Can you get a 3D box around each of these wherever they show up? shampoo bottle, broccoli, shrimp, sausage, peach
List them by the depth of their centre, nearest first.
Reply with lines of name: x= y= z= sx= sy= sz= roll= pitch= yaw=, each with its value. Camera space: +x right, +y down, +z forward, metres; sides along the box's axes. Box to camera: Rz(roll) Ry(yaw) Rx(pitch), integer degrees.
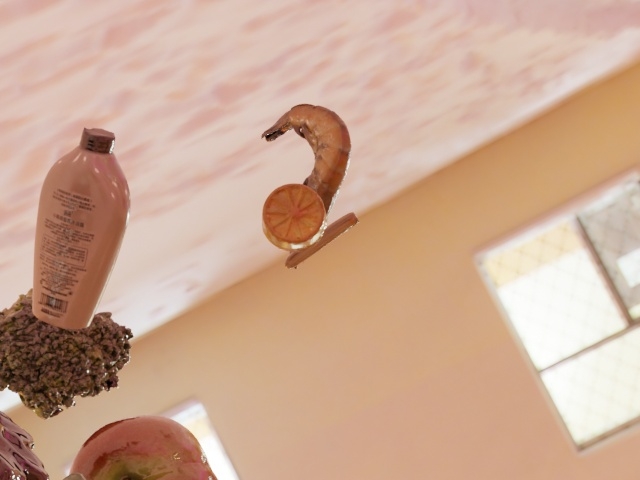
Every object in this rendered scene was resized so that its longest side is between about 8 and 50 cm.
shampoo bottle: x=-0.308 y=-0.019 z=1.676 sx=0.078 sy=0.127 sz=0.257 roll=-19 pitch=127 yaw=-63
sausage: x=0.000 y=0.000 z=1.977 sx=0.132 sy=0.024 sz=0.024 roll=-34 pitch=173 yaw=6
peach: x=-0.274 y=0.402 z=2.067 sx=0.252 sy=0.252 sz=0.252 roll=-27 pitch=174 yaw=-3
shrimp: x=-0.041 y=-0.098 z=2.143 sx=0.051 sy=0.198 sz=0.262 roll=4 pitch=109 yaw=-43
broccoli: x=-0.504 y=0.185 z=2.378 sx=0.245 sy=0.288 sz=0.248 roll=16 pitch=-109 yaw=49

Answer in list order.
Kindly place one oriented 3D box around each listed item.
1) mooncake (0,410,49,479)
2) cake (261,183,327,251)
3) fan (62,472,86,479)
mooncake: x=-0.476 y=0.261 z=1.666 sx=0.141 sy=0.283 sz=0.283 roll=-45 pitch=174 yaw=0
cake: x=-0.033 y=-0.029 z=1.620 sx=0.084 sy=0.084 sz=0.044 roll=-26 pitch=168 yaw=-5
fan: x=-0.250 y=0.363 z=1.582 sx=0.038 sy=0.193 sz=0.016 roll=-40 pitch=172 yaw=7
